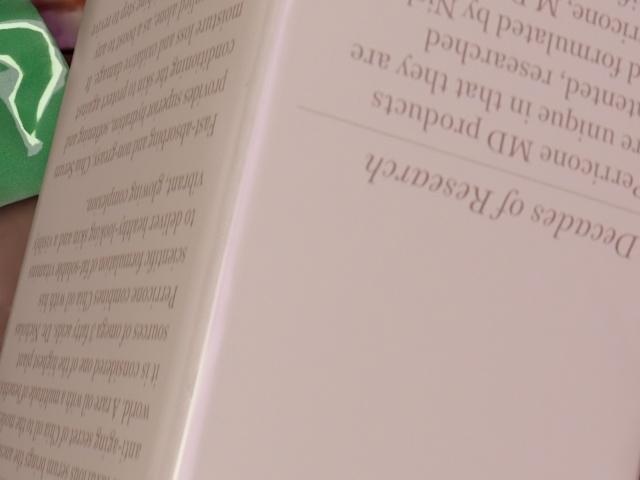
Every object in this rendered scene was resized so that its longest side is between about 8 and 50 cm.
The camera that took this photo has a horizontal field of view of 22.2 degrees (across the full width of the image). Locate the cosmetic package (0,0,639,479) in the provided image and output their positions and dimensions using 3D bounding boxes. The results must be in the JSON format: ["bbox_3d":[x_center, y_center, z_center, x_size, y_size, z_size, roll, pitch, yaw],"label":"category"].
[{"bbox_3d":[0.000,0.000,0.579,0.161,0.230,0.453,16,82,-22],"label":"cosmetic package"}]

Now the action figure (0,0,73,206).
[{"bbox_3d":[-0.216,-0.036,0.654,0.232,0.063,0.137,-29,89,-13],"label":"action figure"}]
